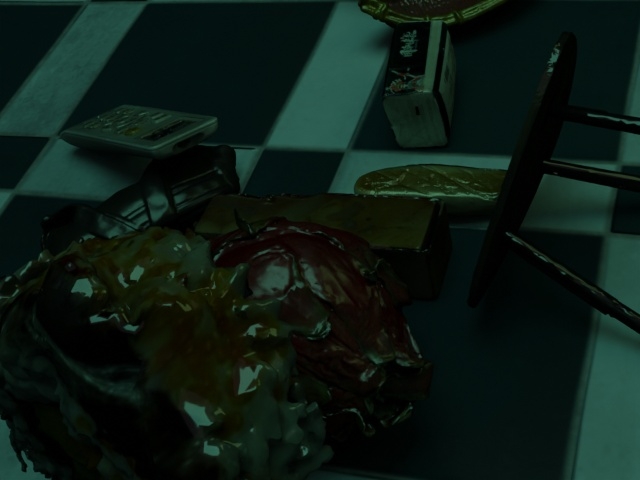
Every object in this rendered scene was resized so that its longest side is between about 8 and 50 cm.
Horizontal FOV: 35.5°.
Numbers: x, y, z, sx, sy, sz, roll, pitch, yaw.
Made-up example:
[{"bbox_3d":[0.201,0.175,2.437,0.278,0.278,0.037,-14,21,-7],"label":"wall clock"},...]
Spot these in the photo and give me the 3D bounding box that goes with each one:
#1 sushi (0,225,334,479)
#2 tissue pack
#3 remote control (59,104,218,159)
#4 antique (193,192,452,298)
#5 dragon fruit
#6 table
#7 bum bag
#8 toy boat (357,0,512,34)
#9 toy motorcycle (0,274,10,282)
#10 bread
[{"bbox_3d":[-0.146,0.178,0.900,0.417,0.417,0.176,27,48,36],"label":"sushi"},{"bbox_3d":[0.141,-0.221,1.404,0.090,0.103,0.170,-4,45,19],"label":"tissue pack"},{"bbox_3d":[-0.266,-0.149,1.440,0.109,0.055,0.313,-29,26,-30],"label":"remote control"},{"bbox_3d":[0.000,0.000,1.240,0.310,0.087,0.093,3,46,21],"label":"antique"},{"bbox_3d":[-0.017,0.089,1.048,0.299,0.244,0.244,20,55,28],"label":"dragon fruit"},{"bbox_3d":[0.333,-0.024,1.092,0.249,0.317,0.317,22,55,16],"label":"table"},{"bbox_3d":[-0.254,-0.044,1.367,0.326,0.080,0.142,-33,49,-19],"label":"bum bag"},{"bbox_3d":[0.214,-0.384,1.550,0.318,0.099,0.141,-18,44,-5],"label":"toy boat"},{"bbox_3d":[-0.326,0.117,1.215,0.270,0.106,0.159,10,44,20],"label":"toy motorcycle"},{"bbox_3d":[0.151,-0.061,1.280,0.214,0.053,0.073,1,51,14],"label":"bread"}]
